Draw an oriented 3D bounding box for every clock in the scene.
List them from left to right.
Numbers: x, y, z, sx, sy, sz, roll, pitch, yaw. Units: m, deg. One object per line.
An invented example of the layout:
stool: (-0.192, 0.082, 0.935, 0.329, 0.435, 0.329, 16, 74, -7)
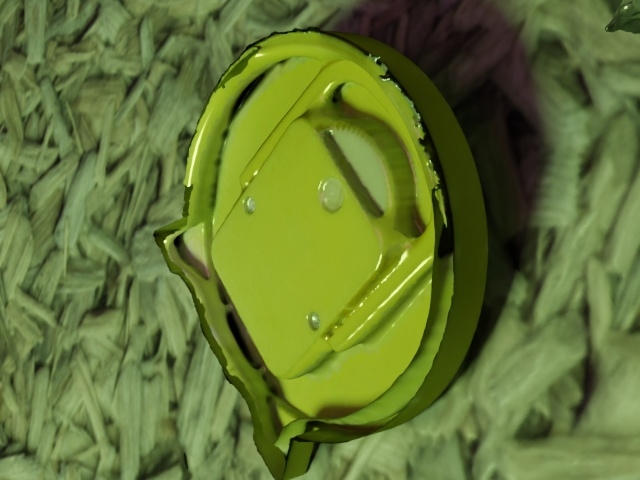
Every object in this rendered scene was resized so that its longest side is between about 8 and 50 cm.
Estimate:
clock: (0.004, -0.001, 0.774, 0.293, 0.071, 0.277, -45, 62, 43)

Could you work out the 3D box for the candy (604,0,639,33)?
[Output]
candy: (0.238, -0.172, 0.499, 0.195, 0.137, 0.184, 1, 82, 50)
